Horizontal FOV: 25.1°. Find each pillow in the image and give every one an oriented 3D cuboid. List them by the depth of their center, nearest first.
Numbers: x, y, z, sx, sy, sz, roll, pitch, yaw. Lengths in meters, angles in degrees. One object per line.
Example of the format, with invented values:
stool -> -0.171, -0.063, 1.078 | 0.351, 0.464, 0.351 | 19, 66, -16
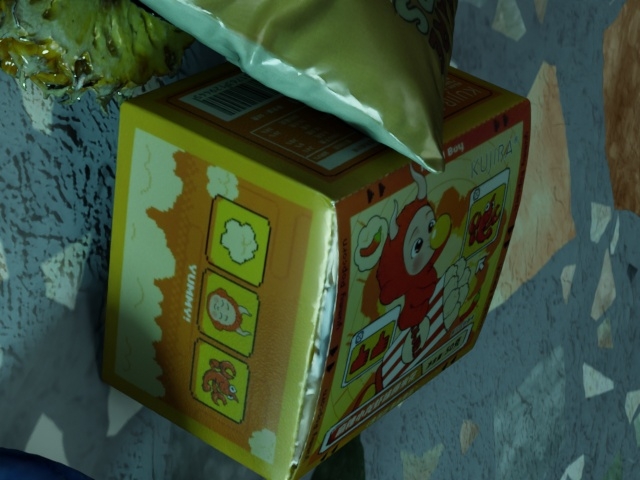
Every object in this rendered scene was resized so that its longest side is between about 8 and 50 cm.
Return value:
pillow -> -0.021, -0.212, 1.064 | 0.312, 0.119, 0.310 | 31, 33, -16

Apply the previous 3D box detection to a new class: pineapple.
pineapple -> -0.173, -0.156, 1.064 | 0.233, 0.079, 0.135 | -4, 92, -49

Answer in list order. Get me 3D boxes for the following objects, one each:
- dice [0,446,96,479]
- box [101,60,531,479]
dice -> -0.204, 0.242, 1.019 | 0.143, 0.146, 0.146 | 54, 53, -45
box -> 0.000, 0.000, 1.152 | 0.283, 0.214, 0.259 | -29, 136, -47
